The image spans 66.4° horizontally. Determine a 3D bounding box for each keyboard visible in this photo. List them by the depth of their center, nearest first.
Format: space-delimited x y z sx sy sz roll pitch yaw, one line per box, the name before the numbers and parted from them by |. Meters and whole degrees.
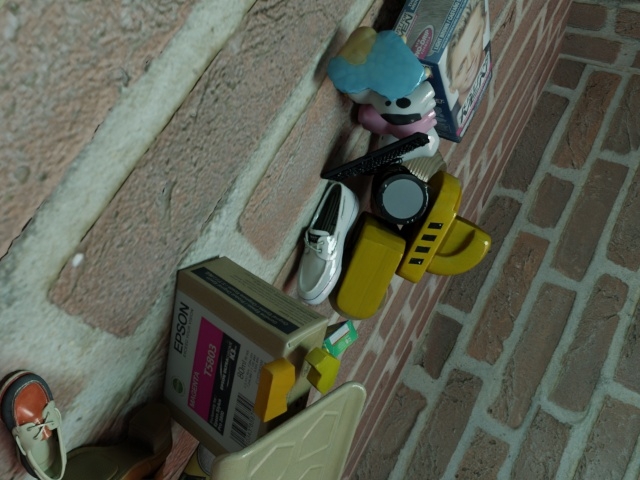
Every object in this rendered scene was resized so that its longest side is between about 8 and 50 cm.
keyboard | 0.103 -0.131 0.844 0.100 0.192 0.038 -13 85 -58

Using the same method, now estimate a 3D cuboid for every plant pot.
plant pot | 0.222 -0.145 1.150 0.237 0.109 0.237 -44 146 -40

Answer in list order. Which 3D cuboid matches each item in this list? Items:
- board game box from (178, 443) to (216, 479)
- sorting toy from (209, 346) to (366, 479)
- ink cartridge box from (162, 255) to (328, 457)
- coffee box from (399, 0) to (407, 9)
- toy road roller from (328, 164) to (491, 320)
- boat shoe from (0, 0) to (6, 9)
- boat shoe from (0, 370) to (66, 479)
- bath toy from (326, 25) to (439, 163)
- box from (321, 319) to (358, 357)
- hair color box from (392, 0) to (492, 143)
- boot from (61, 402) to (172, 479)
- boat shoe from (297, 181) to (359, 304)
board game box | -0.176 0.456 0.806 0.243 0.165 0.042 -59 155 -14
sorting toy | -0.039 0.249 0.595 0.229 0.041 0.307 -11 123 -45
ink cartridge box | -0.109 0.169 0.649 0.088 0.193 0.235 -19 128 -53
coffee box | 0.169 -0.464 0.836 0.113 0.040 0.184 -66 156 -1
toy road roller | 0.176 0.018 0.967 0.202 0.240 0.330 -75 -169 -76
boat shoe | -0.230 -0.110 0.267 0.098 0.109 0.303 34 75 -64
boat shoe | -0.286 0.190 0.493 0.049 0.043 0.137 -31 137 -49
bath toy | 0.118 -0.224 0.850 0.129 0.151 0.348 -34 161 10
box | -0.027 0.206 0.936 0.105 0.179 0.043 -26 91 -55
hair color box | 0.237 -0.333 0.924 0.174 0.105 0.347 -65 156 0
boot | -0.265 0.317 0.619 0.197 0.073 0.153 -29 140 -50
boat shoe | 0.000 0.000 0.882 0.076 0.083 0.226 40 63 -54
